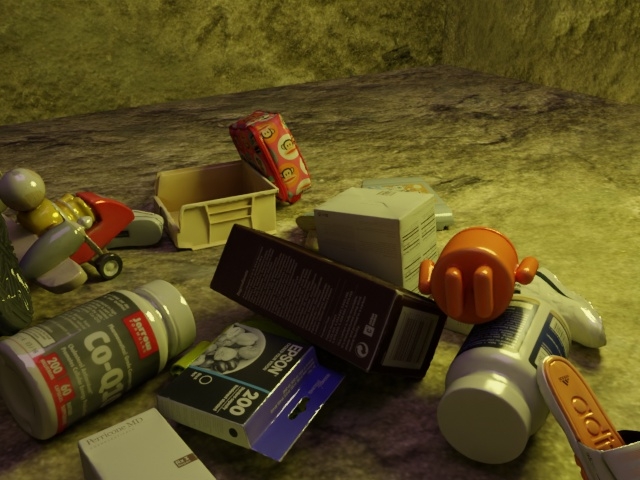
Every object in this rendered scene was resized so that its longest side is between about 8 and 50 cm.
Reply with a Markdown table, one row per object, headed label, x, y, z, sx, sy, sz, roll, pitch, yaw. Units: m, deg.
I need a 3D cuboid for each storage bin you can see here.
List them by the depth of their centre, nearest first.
| label | x | y | z | sx | sy | sz | roll | pitch | yaw |
| --- | --- | --- | --- | --- | --- | --- | --- | --- | --- |
| storage bin | -0.273 | -0.097 | 1.664 | 0.260 | 0.123 | 0.262 | -12 | 28 | -22 |

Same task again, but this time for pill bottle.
| label | x | y | z | sx | sy | sz | roll | pitch | yaw |
| --- | --- | --- | --- | --- | --- | --- | --- | --- | --- |
| pill bottle | 0.277 | 0.201 | 0.981 | 0.153 | 0.153 | 0.264 | 13 | 28 | 26 |
| pill bottle | -0.350 | 0.175 | 1.041 | 0.161 | 0.161 | 0.283 | 19 | 32 | 36 |

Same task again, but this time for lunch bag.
| label | x | y | z | sx | sy | sz | roll | pitch | yaw |
| --- | --- | --- | --- | --- | --- | --- | --- | --- | --- |
| lunch bag | -0.131 | -0.218 | 1.780 | 0.120 | 0.258 | 0.293 | -31 | 20 | -12 |

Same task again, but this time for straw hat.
| label | x | y | z | sx | sy | sz | roll | pitch | yaw |
| --- | --- | --- | --- | --- | --- | --- | --- | --- | --- |
| straw hat | 0.000 | 0.000 | 1.516 | 0.144 | 0.144 | 0.061 | 11 | 66 | 23 |

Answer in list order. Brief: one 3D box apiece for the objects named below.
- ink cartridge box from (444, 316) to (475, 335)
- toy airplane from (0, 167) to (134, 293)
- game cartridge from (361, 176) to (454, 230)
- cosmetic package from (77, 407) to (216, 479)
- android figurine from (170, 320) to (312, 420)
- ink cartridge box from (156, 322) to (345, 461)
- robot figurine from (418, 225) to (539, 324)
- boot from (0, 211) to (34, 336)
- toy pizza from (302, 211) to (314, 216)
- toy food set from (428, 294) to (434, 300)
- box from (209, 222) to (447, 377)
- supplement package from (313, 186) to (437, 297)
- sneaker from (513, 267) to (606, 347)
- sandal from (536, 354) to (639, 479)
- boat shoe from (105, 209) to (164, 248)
| label | x | y | z | sx | sy | sz | roll | pitch | yaw |
| --- | --- | --- | --- | --- | --- | --- | --- | --- | --- |
| ink cartridge box | 0.286 | 0.129 | 1.208 | 0.122 | 0.089 | 0.052 | 14 | 29 | 29 |
| toy airplane | -0.607 | -0.009 | 1.311 | 0.386 | 0.272 | 0.384 | 0 | 26 | 1 |
| game cartridge | 0.214 | -0.102 | 1.748 | 0.198 | 0.062 | 0.297 | -1 | 25 | -11 |
| cosmetic package | -0.208 | 0.320 | 0.824 | 0.117 | 0.086 | 0.231 | -19 | 32 | -35 |
| android figurine | -0.117 | 0.215 | 1.075 | 0.248 | 0.056 | 0.273 | 10 | 28 | 21 |
| ink cartridge box | -0.097 | 0.214 | 0.971 | 0.208 | 0.045 | 0.206 | 13 | 30 | 24 |
| robot figurine | 0.243 | 0.050 | 1.029 | 0.128 | 0.158 | 0.219 | 47 | 26 | 2 |
| boot | -0.710 | 0.126 | 1.034 | 0.445 | 0.146 | 0.367 | -30 | 42 | -11 |
| toy pizza | 0.052 | -0.039 | 1.610 | 0.201 | 0.032 | 0.201 | 5 | 12 | -1 |
| toy food set | 0.234 | 0.105 | 1.342 | 0.078 | 0.019 | 0.122 | 1 | 25 | 3 |
| box | 0.009 | 0.100 | 1.143 | 0.381 | 0.143 | 0.191 | 20 | 0 | 38 |
| supplement package | 0.115 | 0.017 | 1.293 | 0.194 | 0.203 | 0.149 | 9 | 27 | 35 |
| sneaker | 0.435 | 0.138 | 1.215 | 0.094 | 0.090 | 0.235 | -19 | 25 | -9 |
| sandal | 0.370 | 0.255 | 0.824 | 0.102 | 0.076 | 0.265 | -12 | 61 | -31 |
| boat shoe | -0.507 | -0.030 | 1.577 | 0.258 | 0.095 | 0.084 | 4 | 22 | -6 |
